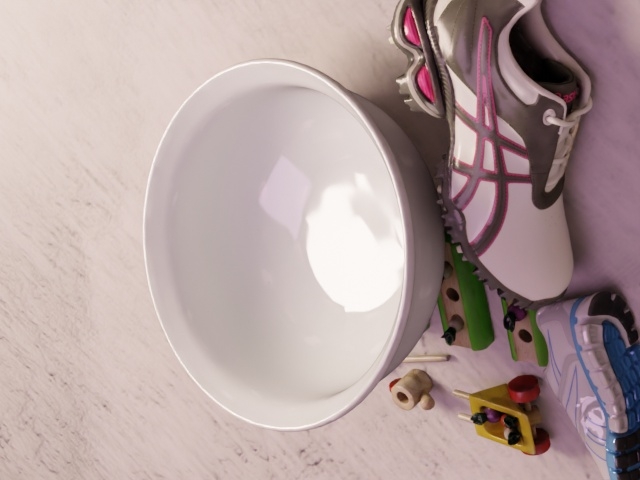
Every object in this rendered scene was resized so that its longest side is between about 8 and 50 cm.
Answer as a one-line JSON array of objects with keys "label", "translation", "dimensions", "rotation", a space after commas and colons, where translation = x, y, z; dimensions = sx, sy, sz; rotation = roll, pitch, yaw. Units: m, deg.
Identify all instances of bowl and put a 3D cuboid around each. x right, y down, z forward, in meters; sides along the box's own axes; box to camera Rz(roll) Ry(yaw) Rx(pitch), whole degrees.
[{"label": "bowl", "translation": [0.000, 0.000, 1.299], "dimensions": [0.298, 0.134, 0.297], "rotation": [6, 99, 43]}]

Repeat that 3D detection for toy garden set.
[{"label": "toy garden set", "translation": [0.092, 0.085, 1.378], "dimensions": [0.244, 0.049, 0.203], "rotation": [10, 125, 38]}]

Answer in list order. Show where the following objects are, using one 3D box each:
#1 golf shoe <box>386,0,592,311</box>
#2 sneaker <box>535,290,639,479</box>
[{"label": "golf shoe", "translation": [0.146, -0.070, 1.174], "dimensions": [0.120, 0.105, 0.272], "rotation": [-7, 115, 38]}, {"label": "sneaker", "translation": [0.224, 0.128, 1.284], "dimensions": [0.083, 0.071, 0.190], "rotation": [0, 111, 50]}]
